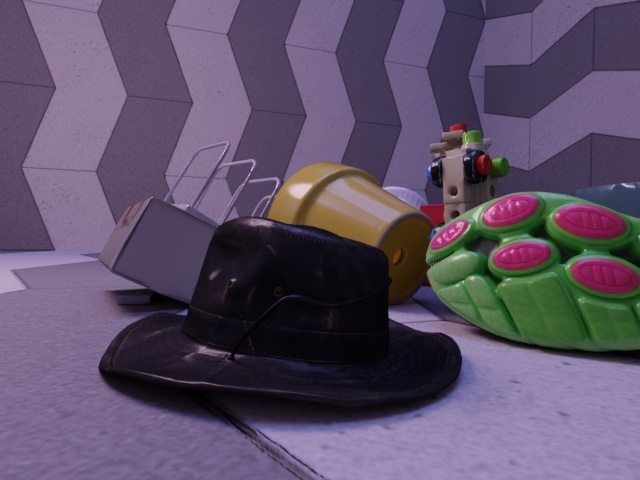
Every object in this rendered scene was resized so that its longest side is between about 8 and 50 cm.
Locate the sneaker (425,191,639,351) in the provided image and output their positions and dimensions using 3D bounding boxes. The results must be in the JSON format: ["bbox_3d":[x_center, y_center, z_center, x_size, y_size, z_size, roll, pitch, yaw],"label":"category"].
[{"bbox_3d":[0.366,0.051,0.480,0.484,0.185,0.202,1,-22,23],"label":"sneaker"}]

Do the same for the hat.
[{"bbox_3d":[-0.036,0.044,0.409,0.332,0.133,0.331,1,2,0],"label":"hat"}]

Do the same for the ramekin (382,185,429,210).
[{"bbox_3d":[0.207,-0.019,1.249,0.273,0.272,0.127,1,14,11],"label":"ramekin"}]

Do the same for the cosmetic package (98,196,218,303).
[{"bbox_3d":[-0.288,0.017,0.759,0.153,0.129,0.296,30,-14,-29],"label":"cosmetic package"}]

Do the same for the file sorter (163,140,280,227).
[{"bbox_3d":[-0.163,-0.059,0.894,0.278,0.172,0.193,35,-17,-34],"label":"file sorter"}]

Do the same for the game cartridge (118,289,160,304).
[{"bbox_3d":[-0.307,0.094,0.714,0.056,0.017,0.083,-3,1,-10],"label":"game cartridge"}]

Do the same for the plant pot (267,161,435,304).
[{"bbox_3d":[0.067,-0.003,0.776,0.254,0.253,0.239,0,16,-39],"label":"plant pot"}]

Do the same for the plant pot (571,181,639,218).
[{"bbox_3d":[0.554,0.017,0.656,0.291,0.195,0.290,1,1,0],"label":"plant pot"}]

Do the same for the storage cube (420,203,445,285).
[{"bbox_3d":[0.359,0.013,0.984,0.184,0.192,0.215,0,0,-37],"label":"storage cube"}]

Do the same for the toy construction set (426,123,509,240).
[{"bbox_3d":[0.261,-0.049,0.686,0.215,0.327,0.151,-4,-13,-42],"label":"toy construction set"}]
